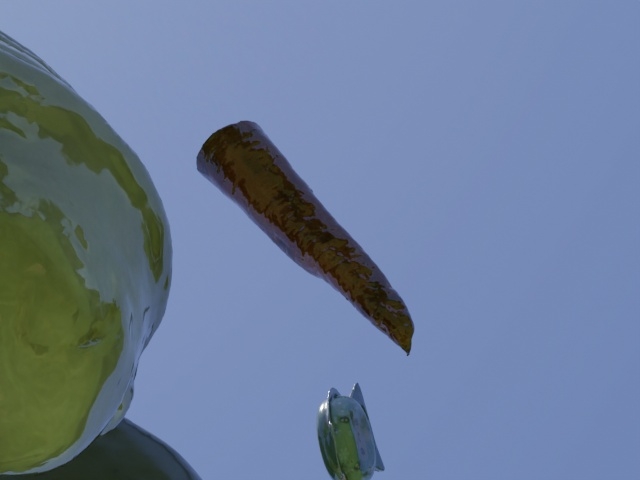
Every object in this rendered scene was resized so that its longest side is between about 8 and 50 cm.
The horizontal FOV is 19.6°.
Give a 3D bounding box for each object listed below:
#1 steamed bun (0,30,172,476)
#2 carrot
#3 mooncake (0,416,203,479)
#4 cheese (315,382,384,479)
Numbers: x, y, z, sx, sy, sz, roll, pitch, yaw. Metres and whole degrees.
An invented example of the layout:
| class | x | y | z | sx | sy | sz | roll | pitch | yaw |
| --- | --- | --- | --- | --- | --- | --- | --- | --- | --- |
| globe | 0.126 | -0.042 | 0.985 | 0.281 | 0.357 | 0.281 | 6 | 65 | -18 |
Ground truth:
| class | x | y | z | sx | sy | sz | roll | pitch | yaw |
| --- | --- | --- | --- | --- | --- | --- | --- | --- | --- |
| steamed bun | -0.206 | -0.014 | 0.781 | 0.276 | 0.289 | 0.203 | 9 | -96 | -21 |
| carrot | 0.000 | 0.000 | 1.331 | 0.057 | 0.224 | 0.057 | -34 | -29 | -21 |
| mooncake | -0.188 | 0.234 | 1.222 | 0.275 | 0.275 | 0.135 | -21 | -35 | -13 |
| cheese | 0.018 | 0.121 | 1.134 | 0.026 | 0.120 | 0.067 | -15 | -92 | 11 |
